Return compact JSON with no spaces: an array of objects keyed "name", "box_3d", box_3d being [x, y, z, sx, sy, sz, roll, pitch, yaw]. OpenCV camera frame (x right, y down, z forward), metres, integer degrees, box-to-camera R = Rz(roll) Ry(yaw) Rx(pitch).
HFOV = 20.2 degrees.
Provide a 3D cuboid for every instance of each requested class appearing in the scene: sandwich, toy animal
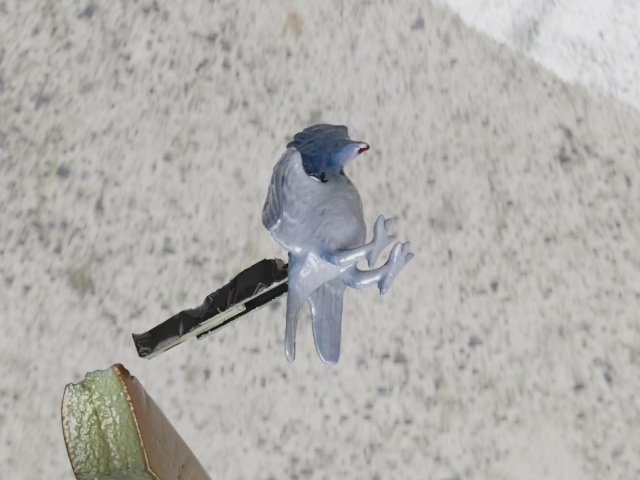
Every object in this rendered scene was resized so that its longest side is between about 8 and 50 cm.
[{"name":"sandwich","box_3d":[-0.187,0.244,1.889,0.094,0.096,0.258,-18,129,21]},{"name":"toy animal","box_3d":[0.000,0.000,1.710,0.176,0.255,0.239,17,150,35]}]

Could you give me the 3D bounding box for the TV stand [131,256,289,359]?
[{"name":"TV stand","box_3d":[-0.085,0.058,1.878,0.249,0.042,0.036,-28,67,15]}]
